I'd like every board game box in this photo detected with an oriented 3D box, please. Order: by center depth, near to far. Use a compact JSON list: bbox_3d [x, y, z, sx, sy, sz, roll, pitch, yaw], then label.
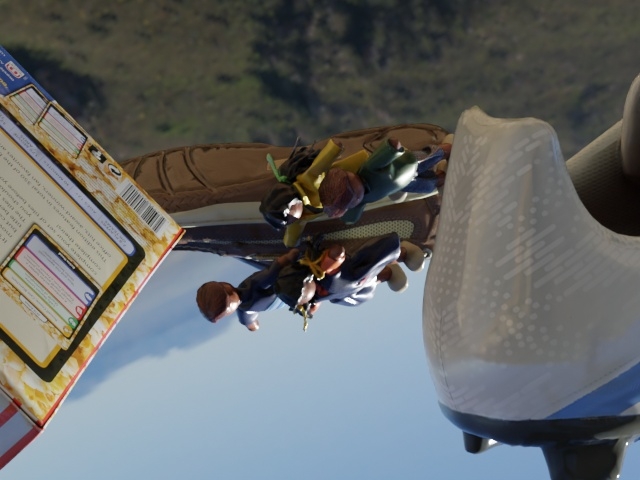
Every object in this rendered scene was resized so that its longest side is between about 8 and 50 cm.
[{"bbox_3d":[-0.139,-0.009,0.561,0.045,0.147,0.193,-41,-171,21],"label":"board game box"}]

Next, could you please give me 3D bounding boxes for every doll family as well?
[{"bbox_3d":[0.000,0.000,0.836,0.111,0.076,0.193,-16,141,-36],"label":"doll family"}]

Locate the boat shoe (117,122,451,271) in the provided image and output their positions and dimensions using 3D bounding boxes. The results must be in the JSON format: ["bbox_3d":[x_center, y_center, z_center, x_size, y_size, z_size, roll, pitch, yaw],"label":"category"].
[{"bbox_3d":[-0.034,-0.009,0.956,0.258,0.095,0.095,-5,-153,13],"label":"boat shoe"}]

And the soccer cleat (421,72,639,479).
[{"bbox_3d":[0.184,-0.003,0.567,0.331,0.143,0.116,-7,-170,-33],"label":"soccer cleat"}]
